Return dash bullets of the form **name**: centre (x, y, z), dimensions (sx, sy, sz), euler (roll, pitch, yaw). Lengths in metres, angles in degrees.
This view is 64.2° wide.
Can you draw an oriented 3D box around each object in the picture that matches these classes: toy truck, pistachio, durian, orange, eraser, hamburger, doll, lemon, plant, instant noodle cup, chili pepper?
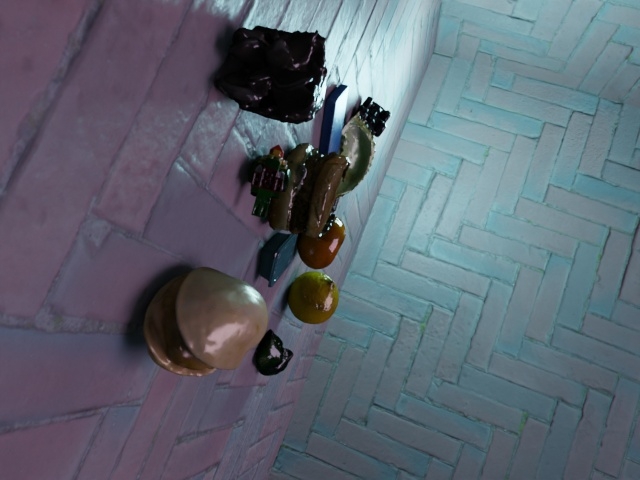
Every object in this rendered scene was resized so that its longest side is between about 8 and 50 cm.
- **toy truck**: centre (0.210, -0.530, 2.308), dimensions (0.165, 0.147, 0.224), euler (-48, -171, 43)
- **pistachio**: centre (-0.248, 0.179, 1.136), dimensions (0.238, 0.229, 0.321), euler (68, 20, 3)
- **durian**: centre (0.118, -0.330, 2.146), dimensions (0.395, 0.163, 0.198), euler (-64, 166, 2)
- **orange**: centre (0.000, 0.000, 2.089), dimensions (0.240, 0.171, 0.240), euler (-62, 180, 1)
- **eraser**: centre (0.044, -0.416, 1.913), dimensions (0.312, 0.042, 0.144), euler (99, 17, -44)
- **hamburger**: centre (-0.028, -0.163, 1.630), dimensions (0.318, 0.195, 0.277), euler (-45, 150, -70)
- **doll**: centre (-0.134, -0.167, 1.347), dimensions (0.186, 0.106, 0.135), euler (-81, -173, -50)
- **lemon**: centre (-0.031, 0.259, 2.258), dimensions (0.254, 0.228, 0.229), euler (97, 17, -52)
- **plant**: centre (-0.085, -0.353, 1.079), dimensions (0.276, 0.198, 0.189), euler (-30, 133, -78)
- **instant noodle cup**: centre (-0.150, 0.054, 1.736), dimensions (0.179, 0.070, 0.157), euler (-54, 162, -54)
- **chili pepper**: centre (-0.197, 0.501, 2.156), dimensions (0.148, 0.116, 0.265), euler (-60, 164, -30)

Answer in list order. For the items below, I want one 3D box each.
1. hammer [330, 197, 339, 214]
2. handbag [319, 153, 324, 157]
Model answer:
- **hammer**: centre (0.068, -0.189, 2.414), dimensions (0.159, 0.041, 0.227), euler (16, 95, -80)
- **handbag**: centre (-0.017, -0.208, 1.875), dimensions (0.213, 0.059, 0.157), euler (-65, 158, 10)
